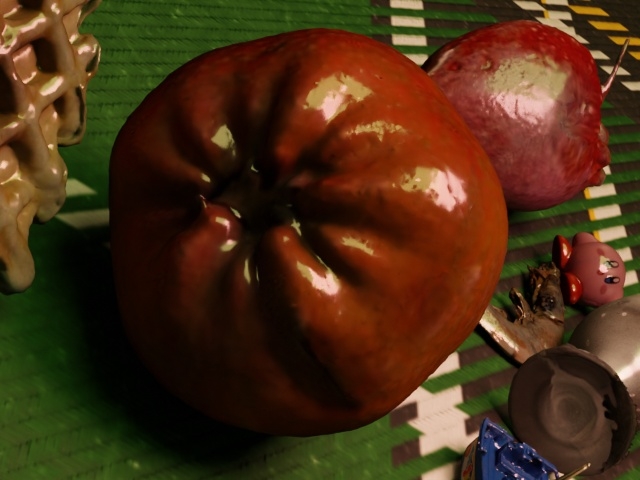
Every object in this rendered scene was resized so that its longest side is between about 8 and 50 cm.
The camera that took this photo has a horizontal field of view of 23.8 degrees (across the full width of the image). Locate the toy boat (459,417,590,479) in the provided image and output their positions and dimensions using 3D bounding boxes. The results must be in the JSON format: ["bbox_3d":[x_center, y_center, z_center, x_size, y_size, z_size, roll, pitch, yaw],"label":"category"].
[{"bbox_3d":[0.161,0.195,1.155,0.091,0.110,0.175,36,32,-17],"label":"toy boat"}]

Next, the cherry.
[{"bbox_3d":[0.182,-0.128,1.523,0.250,0.192,0.175,5,10,-37],"label":"cherry"}]

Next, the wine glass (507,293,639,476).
[{"bbox_3d":[0.268,0.122,1.372,0.126,0.126,0.241,53,33,12],"label":"wine glass"}]

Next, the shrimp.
[{"bbox_3d":[0.178,0.040,1.456,0.148,0.035,0.195,37,31,-10],"label":"shrimp"}]

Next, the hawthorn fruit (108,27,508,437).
[{"bbox_3d":[0.000,0.000,1.058,0.277,0.277,0.298,54,5,15],"label":"hawthorn fruit"}]

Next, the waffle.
[{"bbox_3d":[-0.247,-0.107,0.880,0.056,0.309,0.292,17,3,41],"label":"waffle"}]

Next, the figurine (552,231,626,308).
[{"bbox_3d":[0.275,0.032,1.550,0.071,0.067,0.083,-2,72,-9],"label":"figurine"}]
